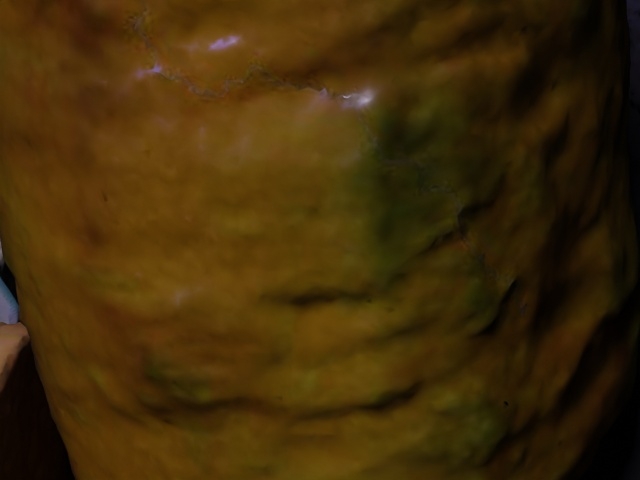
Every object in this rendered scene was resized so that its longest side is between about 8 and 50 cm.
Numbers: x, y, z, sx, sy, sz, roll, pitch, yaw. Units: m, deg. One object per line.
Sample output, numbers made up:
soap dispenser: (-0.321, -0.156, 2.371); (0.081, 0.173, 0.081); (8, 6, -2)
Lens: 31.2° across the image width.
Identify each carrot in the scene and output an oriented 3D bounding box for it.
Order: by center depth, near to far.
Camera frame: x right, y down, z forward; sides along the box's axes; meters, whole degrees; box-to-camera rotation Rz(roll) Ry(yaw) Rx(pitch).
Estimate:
carrot: (0.000, 0.000, 0.444); (0.241, 0.242, 0.340); (35, 139, 51)

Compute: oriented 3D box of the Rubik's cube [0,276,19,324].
Rubik's cube: (-0.297, 0.174, 0.675); (0.387, 0.358, 0.368); (-27, 13, 11)

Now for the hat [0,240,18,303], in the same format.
hat: (-0.207, -0.067, 0.874); (0.245, 0.149, 0.214); (-28, 59, -8)

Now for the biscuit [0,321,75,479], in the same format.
biscuit: (-0.132, 0.178, 0.478); (0.202, 0.044, 0.288); (-72, -16, -76)
